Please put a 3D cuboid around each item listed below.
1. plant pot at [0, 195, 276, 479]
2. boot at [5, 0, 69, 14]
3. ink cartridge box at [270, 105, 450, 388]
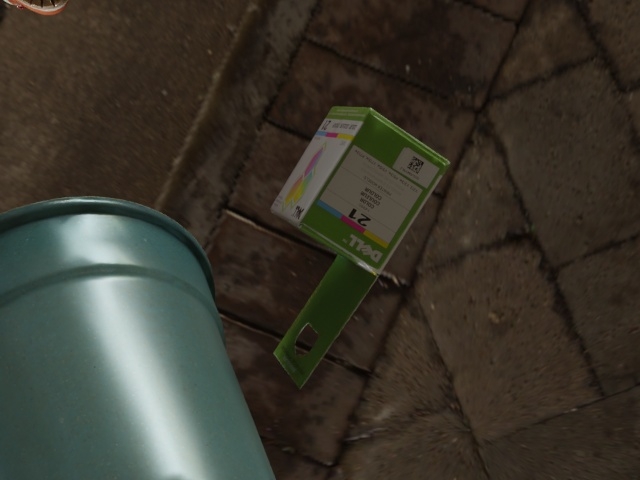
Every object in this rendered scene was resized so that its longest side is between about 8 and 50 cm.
[{"bbox_3d":[-0.198,0.194,1.117,0.341,0.341,0.334,-35,48,1],"label":"plant pot"},{"bbox_3d":[-0.275,-0.245,1.152,0.059,0.084,0.158,-40,57,-13],"label":"boot"},{"bbox_3d":[0.000,0.000,1.213,0.097,0.189,0.255,33,89,-12],"label":"ink cartridge box"}]
